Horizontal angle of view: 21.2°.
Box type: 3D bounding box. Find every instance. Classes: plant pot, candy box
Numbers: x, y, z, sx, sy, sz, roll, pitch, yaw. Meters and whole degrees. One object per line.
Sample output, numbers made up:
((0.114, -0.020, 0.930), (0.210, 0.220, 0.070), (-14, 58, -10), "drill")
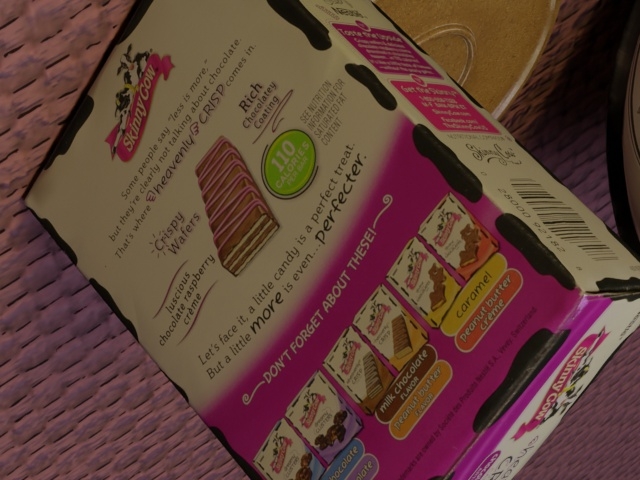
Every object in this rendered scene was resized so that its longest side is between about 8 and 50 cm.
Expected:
((0.040, -0.083, 0.847), (0.236, 0.032, 0.236), (-33, 153, -19), "plant pot")
((0.000, 0.000, 0.685), (0.071, 0.233, 0.159), (-2, 134, -54), "candy box")

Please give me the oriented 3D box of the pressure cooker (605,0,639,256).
((0.371, -0.062, 0.939), (0.376, 0.369, 0.420), (-17, 173, 43), "pressure cooker")
